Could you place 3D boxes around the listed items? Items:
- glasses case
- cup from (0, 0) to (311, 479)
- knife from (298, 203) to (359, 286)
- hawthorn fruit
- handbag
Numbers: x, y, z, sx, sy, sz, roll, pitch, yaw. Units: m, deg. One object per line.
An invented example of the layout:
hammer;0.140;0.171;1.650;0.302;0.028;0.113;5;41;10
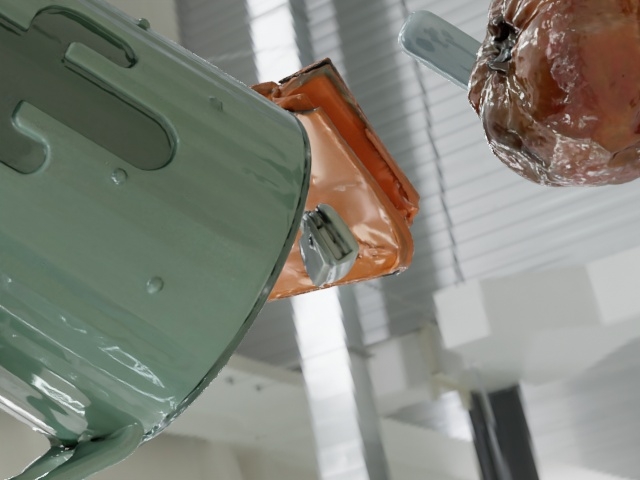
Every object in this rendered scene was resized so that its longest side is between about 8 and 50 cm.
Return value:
glasses case;0.194;-0.266;1.804;0.178;0.067;0.045;29;179;-14
cup;-0.233;-0.027;0.873;0.392;0.310;0.401;34;-151;-26
knife;0.002;0.003;1.148;0.073;0.041;0.265;62;176;2
hawthorn fruit;0.283;-0.155;1.196;0.272;0.242;0.242;11;-126;-18
handbag;-0.102;-0.050;1.568;0.303;0.410;0.116;52;-142;-38
